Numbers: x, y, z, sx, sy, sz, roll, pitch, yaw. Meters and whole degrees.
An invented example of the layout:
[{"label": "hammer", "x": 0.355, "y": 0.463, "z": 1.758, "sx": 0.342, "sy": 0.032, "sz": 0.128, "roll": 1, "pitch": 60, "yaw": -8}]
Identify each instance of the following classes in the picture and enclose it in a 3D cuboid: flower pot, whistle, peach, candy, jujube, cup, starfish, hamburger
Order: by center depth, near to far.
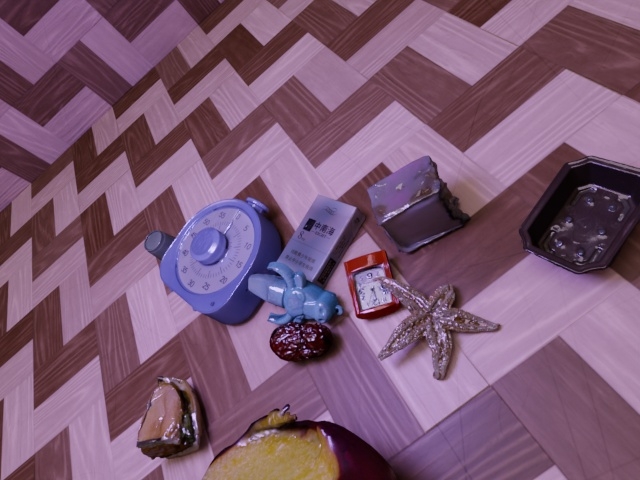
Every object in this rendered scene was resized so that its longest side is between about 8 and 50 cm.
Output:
[{"label": "peach", "x": -0.071, "y": 0.511, "z": 0.773, "sx": 0.418, "sy": 0.339, "sz": 0.352, "roll": 6, "pitch": 109, "yaw": 10}, {"label": "flower pot", "x": 0.545, "y": -0.041, "z": 0.890, "sx": 0.179, "sy": 0.084, "sz": 0.250, "roll": 33, "pitch": 85, "yaw": 40}, {"label": "starfish", "x": 0.224, "y": 0.183, "z": 0.961, "sx": 0.295, "sy": 0.048, "sz": 0.231, "roll": 25, "pitch": 76, "yaw": 23}, {"label": "candy", "x": 0.232, "y": -0.081, "z": 1.056, "sx": 0.195, "sy": 0.185, "sz": 0.137, "roll": -30, "pitch": 47, "yaw": 20}, {"label": "jujube", "x": -0.046, "y": 0.256, "z": 1.084, "sx": 0.166, "sy": 0.104, "sz": 0.104, "roll": -4, "pitch": 62, "yaw": 27}, {"label": "whistle", "x": -0.068, "y": 0.145, "z": 1.134, "sx": 0.274, "sy": 0.186, "sz": 0.093, "roll": 14, "pitch": 31, "yaw": 20}, {"label": "hamburger", "x": -0.387, "y": 0.472, "z": 1.172, "sx": 0.156, "sy": 0.135, "sz": 0.207, "roll": -16, "pitch": 40, "yaw": 5}, {"label": "cup", "x": -0.527, "y": 0.025, "z": 1.491, "sx": 0.120, "sy": 0.141, "sz": 0.119, "roll": -14, "pitch": 57, "yaw": 23}]

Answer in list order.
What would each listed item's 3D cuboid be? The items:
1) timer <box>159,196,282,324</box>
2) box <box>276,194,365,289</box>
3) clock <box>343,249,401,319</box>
[{"label": "timer", "x": -0.295, "y": 0.032, "z": 1.320, "sx": 0.396, "sy": 0.173, "sz": 0.394, "roll": -16, "pitch": 56, "yaw": 25}, {"label": "box", "x": 0.000, "y": 0.000, "z": 1.221, "sx": 0.155, "sy": 0.067, "sz": 0.242, "roll": 25, "pitch": 79, "yaw": 38}, {"label": "clock", "x": 0.130, "y": 0.114, "z": 1.076, "sx": 0.113, "sy": 0.061, "sz": 0.154, "roll": -18, "pitch": 59, "yaw": 13}]
